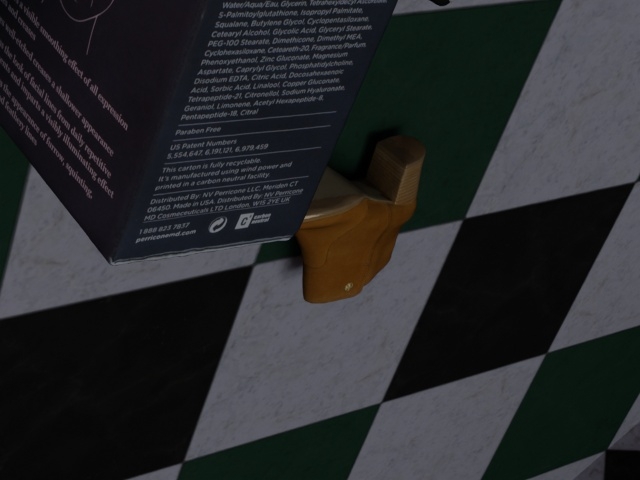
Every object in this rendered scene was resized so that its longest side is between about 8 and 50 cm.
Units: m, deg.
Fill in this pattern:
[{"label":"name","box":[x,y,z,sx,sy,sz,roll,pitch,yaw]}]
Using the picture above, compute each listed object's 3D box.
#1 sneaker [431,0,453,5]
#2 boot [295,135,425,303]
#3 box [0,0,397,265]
[{"label":"sneaker","box":[0.045,-0.278,1.674,0.121,0.079,0.217,-45,139,12]},{"label":"boot","box":[0.000,-0.001,1.914,0.295,0.104,0.211,-20,141,-36]},{"label":"box","box":[-0.113,-0.229,1.360,0.212,0.293,0.395,-10,136,-40]}]
